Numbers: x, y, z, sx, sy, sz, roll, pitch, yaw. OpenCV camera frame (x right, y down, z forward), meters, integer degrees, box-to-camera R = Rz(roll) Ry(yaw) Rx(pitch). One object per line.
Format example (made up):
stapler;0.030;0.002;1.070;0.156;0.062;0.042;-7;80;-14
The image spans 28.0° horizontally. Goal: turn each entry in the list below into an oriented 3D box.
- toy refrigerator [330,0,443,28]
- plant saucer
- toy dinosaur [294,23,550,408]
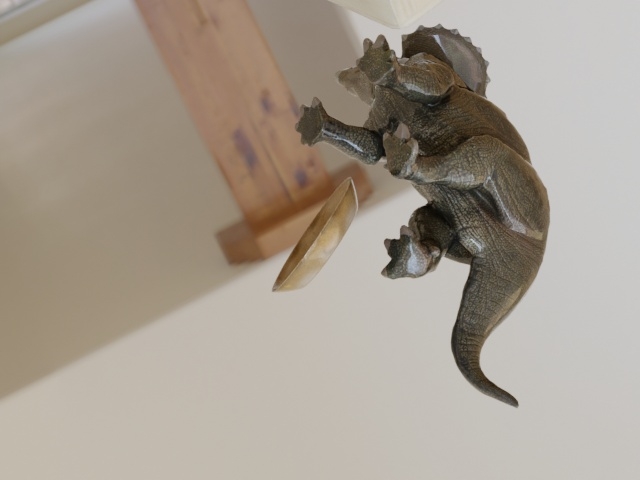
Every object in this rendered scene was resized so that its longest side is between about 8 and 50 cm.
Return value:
toy refrigerator;-0.025;-0.194;0.574;0.269;0.102;0.094;35;157;45
plant saucer;0.000;0.000;0.769;0.015;0.083;0.083;34;180;-6
toy dinosaur;0.088;-0.045;0.826;0.160;0.121;0.313;1;-134;-40
